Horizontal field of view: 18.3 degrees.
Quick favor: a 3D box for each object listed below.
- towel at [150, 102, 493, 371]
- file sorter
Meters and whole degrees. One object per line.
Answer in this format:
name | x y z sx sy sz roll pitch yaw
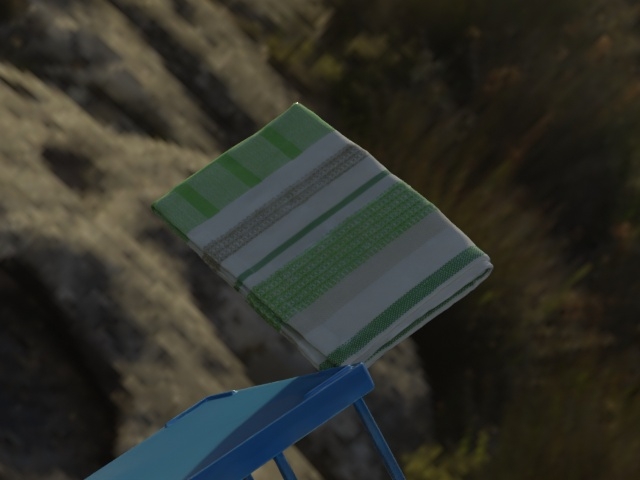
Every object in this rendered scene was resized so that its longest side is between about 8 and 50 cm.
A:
towel | 0.000 0.000 1.038 0.113 0.023 0.152 -35 59 -25
file sorter | -0.052 0.135 0.721 0.170 0.118 0.104 -31 96 -32
